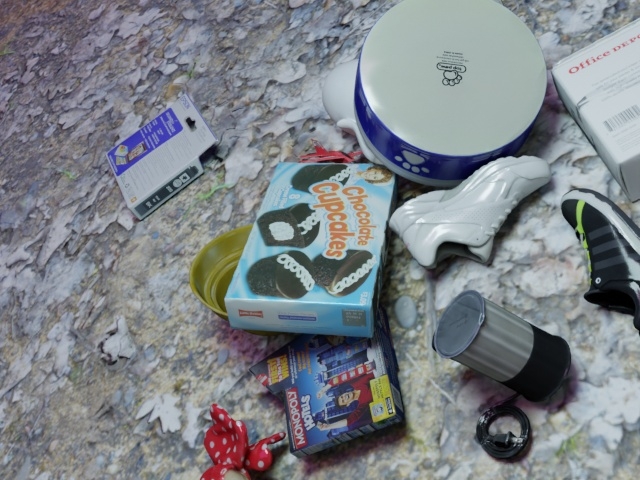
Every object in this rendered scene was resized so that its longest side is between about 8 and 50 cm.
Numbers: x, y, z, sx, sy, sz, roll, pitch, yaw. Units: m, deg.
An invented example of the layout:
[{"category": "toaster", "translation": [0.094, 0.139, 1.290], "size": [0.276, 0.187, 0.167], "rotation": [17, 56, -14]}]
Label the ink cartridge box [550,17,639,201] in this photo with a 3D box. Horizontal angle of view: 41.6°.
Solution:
[{"category": "ink cartridge box", "translation": [0.424, -0.179, 1.113], "size": [0.158, 0.092, 0.218], "rotation": [-27, 46, 11]}]

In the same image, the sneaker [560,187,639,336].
[{"category": "sneaker", "translation": [0.342, 0.026, 1.001], "size": [0.097, 0.084, 0.235], "rotation": [-37, 43, 2]}]

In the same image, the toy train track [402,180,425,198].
[{"category": "toy train track", "translation": [0.144, -0.086, 1.275], "size": [0.048, 0.014, 0.083], "rotation": [-32, 38, 16]}]

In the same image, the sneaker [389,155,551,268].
[{"category": "sneaker", "translation": [0.218, -0.030, 1.144], "size": [0.232, 0.090, 0.115], "rotation": [-26, 70, 1]}]

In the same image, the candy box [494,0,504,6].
[{"category": "candy box", "translation": [0.190, -0.341, 1.414], "size": [0.165, 0.070, 0.196], "rotation": [23, 70, 43]}]

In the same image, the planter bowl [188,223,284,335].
[{"category": "planter bowl", "translation": [-0.073, 0.071, 1.208], "size": [0.217, 0.090, 0.217], "rotation": [-3, 38, 3]}]

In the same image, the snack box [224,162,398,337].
[{"category": "snack box", "translation": [0.000, 0.000, 1.167], "size": [0.187, 0.060, 0.322], "rotation": [2, 38, 10]}]

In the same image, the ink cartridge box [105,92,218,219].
[{"category": "ink cartridge box", "translation": [-0.297, -0.164, 1.603], "size": [0.208, 0.045, 0.206], "rotation": [-37, 43, 2]}]

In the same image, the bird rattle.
[{"category": "bird rattle", "translation": [-0.128, 0.337, 1.026], "size": [0.207, 0.143, 0.253], "rotation": [-49, 39, 13]}]

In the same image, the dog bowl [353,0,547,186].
[{"category": "dog bowl", "translation": [0.180, -0.216, 1.195], "size": [0.265, 0.104, 0.265], "rotation": [0, 71, 0]}]

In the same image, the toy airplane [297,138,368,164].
[{"category": "toy airplane", "translation": [0.019, -0.135, 1.352], "size": [0.151, 0.028, 0.151], "rotation": [-2, 22, 1]}]

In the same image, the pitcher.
[{"category": "pitcher", "translation": [0.087, -0.198, 1.318], "size": [0.207, 0.125, 0.178], "rotation": [27, 55, 36]}]

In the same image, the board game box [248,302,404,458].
[{"category": "board game box", "translation": [0.005, 0.188, 1.104], "size": [0.194, 0.060, 0.194], "rotation": [-24, 45, 16]}]

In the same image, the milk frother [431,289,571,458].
[{"category": "milk frother", "translation": [0.191, 0.154, 0.955], "size": [0.129, 0.134, 0.143], "rotation": [-41, 29, 45]}]
